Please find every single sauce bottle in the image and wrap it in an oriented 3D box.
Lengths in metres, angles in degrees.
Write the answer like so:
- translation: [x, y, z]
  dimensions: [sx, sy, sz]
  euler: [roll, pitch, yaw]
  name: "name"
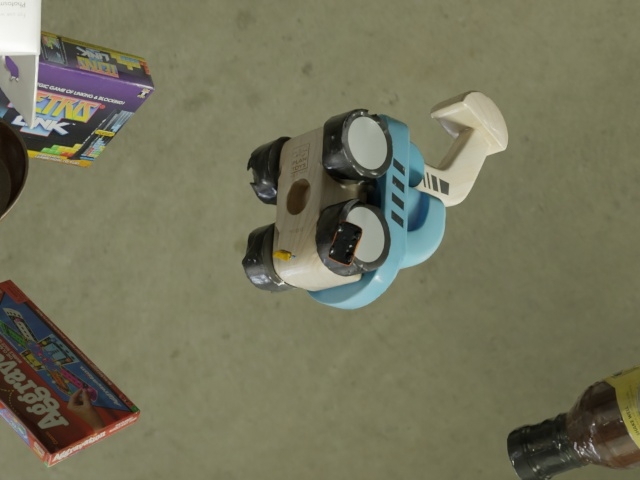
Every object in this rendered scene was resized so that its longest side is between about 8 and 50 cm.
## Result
- translation: [0.367, 0.189, 1.246]
  dimensions: [0.344, 0.111, 0.111]
  euler: [-27, 132, 30]
  name: "sauce bottle"

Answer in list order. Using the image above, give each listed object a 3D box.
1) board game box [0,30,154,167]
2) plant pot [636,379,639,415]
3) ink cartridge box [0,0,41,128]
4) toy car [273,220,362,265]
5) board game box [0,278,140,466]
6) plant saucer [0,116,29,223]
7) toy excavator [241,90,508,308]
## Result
- translation: [-0.279, -0.143, 1.142]
  dimensions: [0.170, 0.048, 0.141]
  euler: [8, 143, -43]
  name: "board game box"
- translation: [0.351, 0.110, 0.832]
  dimensions: [0.191, 0.284, 0.284]
  euler: [25, 124, 7]
  name: "plant pot"
- translation: [-0.174, -0.152, 0.533]
  dimensions: [0.062, 0.104, 0.181]
  euler: [-6, 117, -27]
  name: "ink cartridge box"
- translation: [0.000, 0.000, 1.519]
  dimensions: [0.122, 0.040, 0.060]
  euler: [4, 96, 15]
  name: "toy car"
- translation: [-0.377, 0.163, 1.443]
  dimensions: [0.145, 0.281, 0.027]
  euler: [-24, 146, -46]
  name: "board game box"
- translation: [-0.287, -0.036, 0.780]
  dimensions: [0.168, 0.168, 0.029]
  euler: [-6, 135, -9]
  name: "plant saucer"
- translation: [0.121, -0.082, 1.795]
  dimensions: [0.445, 0.432, 0.222]
  euler: [20, 155, -39]
  name: "toy excavator"
